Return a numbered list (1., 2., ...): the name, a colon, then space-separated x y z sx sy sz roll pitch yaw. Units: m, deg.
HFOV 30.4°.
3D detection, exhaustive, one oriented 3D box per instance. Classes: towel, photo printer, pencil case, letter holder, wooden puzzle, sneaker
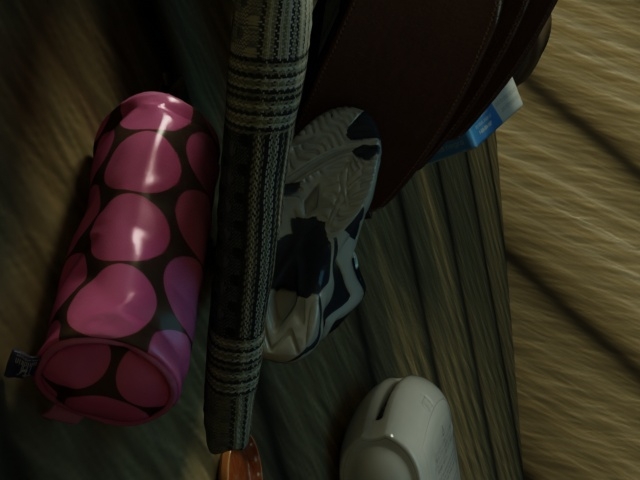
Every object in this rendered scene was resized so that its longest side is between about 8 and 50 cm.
1. towel: -0.039 -0.061 0.816 0.324 0.056 0.312 -96 -168 -69
2. photo printer: 0.102 0.315 1.358 0.256 0.107 0.308 -34 116 -73
3. pencil case: -0.118 0.009 0.723 0.095 0.098 0.209 25 46 -18
4. letter holder: 0.099 -0.169 1.102 0.302 0.214 0.152 119 -16 -48
5. wooden puzzle: -0.112 -0.099 0.940 0.049 0.006 0.083 -74 153 -54
6. sneaker: 0.000 0.000 1.089 0.153 0.094 0.235 44 58 -80

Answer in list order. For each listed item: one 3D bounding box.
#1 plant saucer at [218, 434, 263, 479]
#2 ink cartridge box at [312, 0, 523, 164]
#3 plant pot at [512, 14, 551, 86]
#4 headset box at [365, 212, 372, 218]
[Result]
1. plant saucer: -0.067 0.199 0.969 0.083 0.013 0.083 -7 90 -75
2. ink cartridge box: 0.101 -0.255 1.365 0.223 0.129 0.307 -39 108 -59
3. plant pot: 0.163 -0.253 1.618 0.229 0.263 0.263 -63 147 -35
4. headset box: 0.027 -0.055 1.323 0.032 0.062 0.083 67 23 -44
